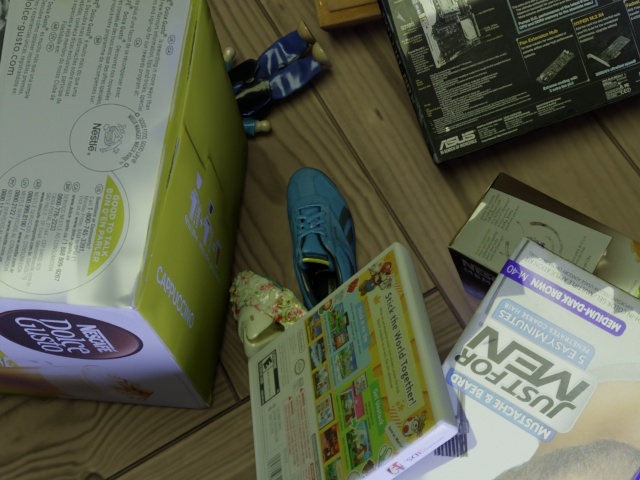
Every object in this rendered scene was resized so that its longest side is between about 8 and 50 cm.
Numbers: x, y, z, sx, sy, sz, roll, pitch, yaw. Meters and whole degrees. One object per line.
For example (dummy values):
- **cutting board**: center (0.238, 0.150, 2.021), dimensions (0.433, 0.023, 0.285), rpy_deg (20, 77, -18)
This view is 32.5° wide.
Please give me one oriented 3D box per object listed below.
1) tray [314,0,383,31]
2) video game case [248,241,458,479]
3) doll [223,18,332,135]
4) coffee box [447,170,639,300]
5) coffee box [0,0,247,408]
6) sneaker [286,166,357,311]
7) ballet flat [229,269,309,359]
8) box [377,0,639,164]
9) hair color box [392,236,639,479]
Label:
- **tray**: center (0.182, -0.387, 1.276), dimensions (0.411, 0.076, 0.203), rpy_deg (-11, 95, 9)
- **video game case**: center (0.018, 0.136, 0.979), dimensions (0.206, 0.026, 0.227), rpy_deg (-40, 33, 23)
- **doll**: center (-0.084, -0.188, 1.319), dimensions (0.189, 0.046, 0.129), rpy_deg (-33, 66, 5)
- **coffee box**: center (0.261, 0.049, 1.078), dimensions (0.246, 0.141, 0.098), rpy_deg (31, 78, 23)
- **coffee box**: center (-0.274, -0.041, 1.121), dimensions (0.334, 0.337, 0.338), rpy_deg (4, 68, 7)
- **sneaker**: center (0.000, 0.000, 1.198), dimensions (0.069, 0.082, 0.209), rpy_deg (-16, 63, 9)
- **ballet flat**: center (-0.031, 0.111, 1.137), dimensions (0.077, 0.091, 0.241), rpy_deg (-29, 48, -34)
- **box**: center (0.229, -0.245, 1.193), dimensions (0.307, 0.076, 0.242), rpy_deg (-20, 91, 5)
- **hair color box**: center (0.168, 0.190, 0.926), dimensions (0.185, 0.110, 0.339), rpy_deg (30, 86, 23)
